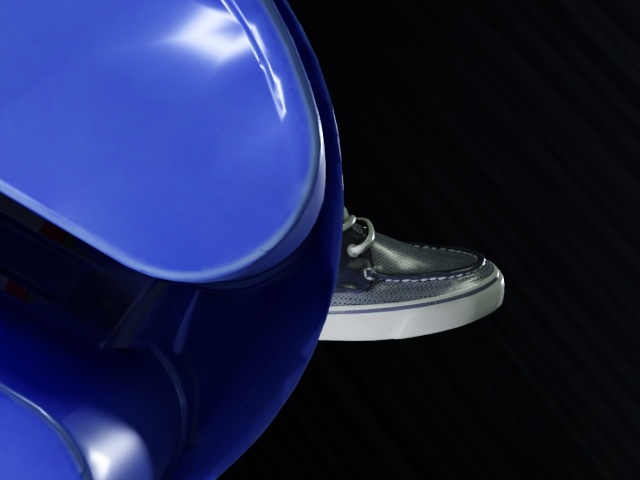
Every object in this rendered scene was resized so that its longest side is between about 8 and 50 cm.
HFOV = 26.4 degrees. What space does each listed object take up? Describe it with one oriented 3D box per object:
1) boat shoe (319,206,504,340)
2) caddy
[{"bbox_3d":[0.000,0.000,1.245,0.341,0.158,0.127,-4,18,-6],"label":"boat shoe"},{"bbox_3d":[-0.152,-0.036,0.413,0.241,0.341,0.179,-58,5,1],"label":"caddy"}]
